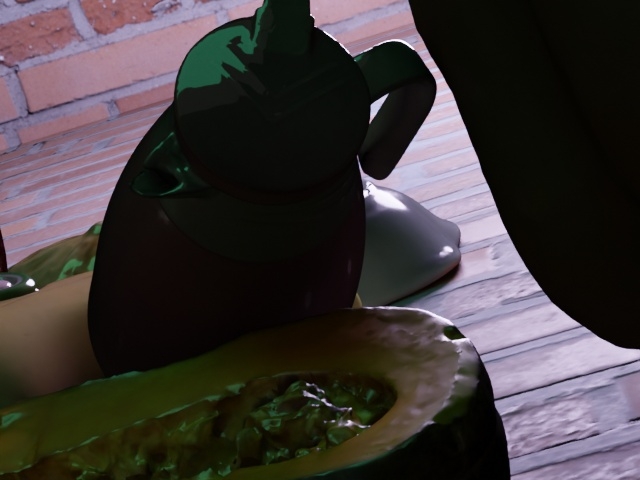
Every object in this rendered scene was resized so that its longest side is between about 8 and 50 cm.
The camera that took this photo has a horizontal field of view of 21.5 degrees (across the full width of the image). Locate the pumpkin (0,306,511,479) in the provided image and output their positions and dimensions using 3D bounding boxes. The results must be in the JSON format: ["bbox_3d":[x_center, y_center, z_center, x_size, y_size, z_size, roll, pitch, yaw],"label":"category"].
[{"bbox_3d":[-0.068,0.135,0.775,0.317,0.139,0.222,-20,16,-1],"label":"pumpkin"}]

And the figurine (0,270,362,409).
[{"bbox_3d":[-0.104,0.081,1.049,0.324,0.124,0.222,-15,15,-31],"label":"figurine"}]

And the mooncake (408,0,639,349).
[{"bbox_3d":[0.277,-0.117,0.748,0.467,0.262,0.467,-14,-17,-5],"label":"mooncake"}]

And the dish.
[{"bbox_3d":[0.000,0.000,1.331,0.229,0.081,0.229,-17,13,4],"label":"dish"}]

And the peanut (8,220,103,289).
[{"bbox_3d":[-0.188,0.052,1.319,0.159,0.109,0.140,-26,-1,23],"label":"peanut"}]

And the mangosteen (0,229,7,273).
[{"bbox_3d":[-0.363,0.038,1.160,0.311,0.311,0.311,-17,14,4],"label":"mangosteen"}]

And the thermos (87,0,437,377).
[{"bbox_3d":[-0.030,-0.017,0.860,0.176,0.146,0.265,-31,-16,-23],"label":"thermos"}]
